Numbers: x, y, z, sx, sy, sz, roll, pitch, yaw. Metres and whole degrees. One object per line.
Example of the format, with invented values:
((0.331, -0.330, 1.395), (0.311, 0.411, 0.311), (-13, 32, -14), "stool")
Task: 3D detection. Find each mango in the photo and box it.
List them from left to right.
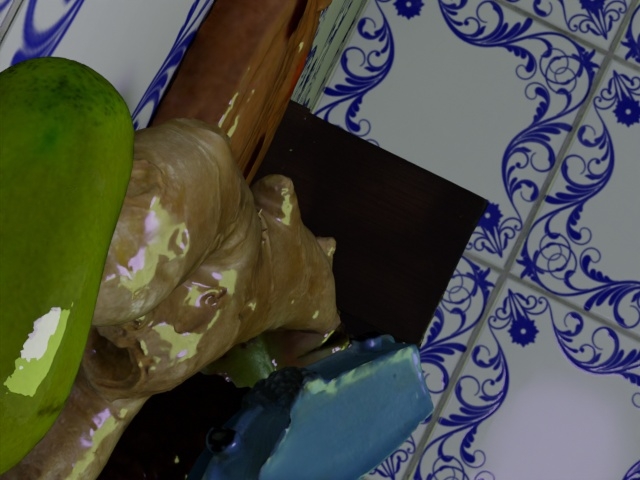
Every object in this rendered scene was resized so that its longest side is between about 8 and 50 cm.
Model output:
((-0.120, 0.014, 0.576), (0.117, 0.089, 0.163), (116, 0, -72), "mango")

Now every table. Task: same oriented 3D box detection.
((0.000, 0.000, 1.675), (0.196, 0.282, 0.250), (-63, 179, -19), "table")

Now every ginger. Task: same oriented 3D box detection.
((-0.088, 0.019, 1.027), (0.348, 0.122, 0.363), (-42, 157, -42), "ginger")

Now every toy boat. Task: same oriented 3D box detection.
((-0.016, 0.145, 1.161), (0.098, 0.109, 0.238), (-11, -170, 40), "toy boat")

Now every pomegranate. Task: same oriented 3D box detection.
((-0.103, 0.128, 1.508), (0.159, 0.241, 0.190), (65, 37, -49), "pomegranate")

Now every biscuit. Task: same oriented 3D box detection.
((-0.086, -0.084, 1.300), (0.349, 0.078, 0.455), (-60, 180, 7), "biscuit")

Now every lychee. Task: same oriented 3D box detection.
((-0.127, 0.236, 1.269), (0.275, 0.276, 0.304), (-64, -159, 10), "lychee")
